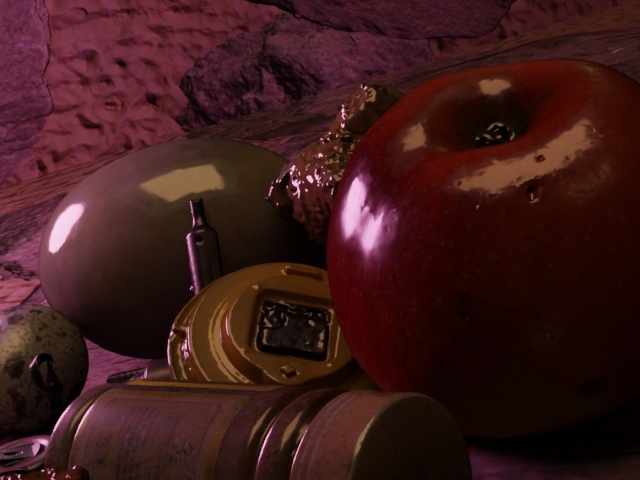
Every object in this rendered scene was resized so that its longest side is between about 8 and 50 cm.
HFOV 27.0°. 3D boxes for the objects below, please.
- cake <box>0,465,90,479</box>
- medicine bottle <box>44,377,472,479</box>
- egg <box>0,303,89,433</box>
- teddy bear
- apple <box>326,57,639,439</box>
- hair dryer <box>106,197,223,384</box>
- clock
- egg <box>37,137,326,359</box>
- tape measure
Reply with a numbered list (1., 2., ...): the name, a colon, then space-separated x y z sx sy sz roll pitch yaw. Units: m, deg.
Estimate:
1. cake: -0.223 0.257 0.964 0.134 0.135 0.147 -11 20 9
2. medicine bottle: -0.058 0.185 1.025 0.322 0.151 0.151 -2 19 39
3. egg: -0.325 0.143 1.470 0.132 0.132 0.172 -11 25 12
4. teddy bear: 0.065 -0.010 1.453 0.156 0.256 0.267 -29 21 27
5. apple: 0.173 0.002 1.178 0.348 0.277 0.348 -13 33 9
6. hair dryer: -0.138 0.073 1.398 0.195 0.248 0.078 -12 -24 7
7. clock: -0.030 0.097 1.285 0.237 0.057 0.237 5 45 -5
8. egg: -0.160 0.010 1.569 0.352 0.258 0.258 -8 16 13
9. tape measure: -0.286 0.175 1.258 0.107 0.180 0.104 -17 31 -16
